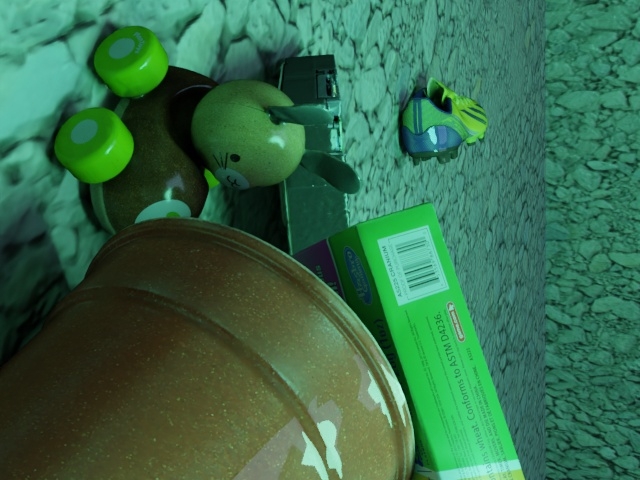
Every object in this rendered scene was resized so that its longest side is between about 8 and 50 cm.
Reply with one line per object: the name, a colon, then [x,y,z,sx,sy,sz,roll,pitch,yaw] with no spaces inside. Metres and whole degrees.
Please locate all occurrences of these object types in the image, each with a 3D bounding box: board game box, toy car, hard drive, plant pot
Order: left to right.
plant pot: [-0.122,0.165,0.535,0.265,0.272,0.272,-43,134,-48]
toy car: [-0.067,-0.064,0.685,0.155,0.188,0.149,59,41,-54]
hard drive: [0.000,0.000,0.926,0.237,0.064,0.338,-93,179,-68]
board game box: [0.017,0.127,0.716,0.064,0.316,0.242,-16,85,-28]

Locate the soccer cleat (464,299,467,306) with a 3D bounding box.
soccer cleat: [0.128,0.099,1.336,0.318,0.109,0.116,-27,99,-62]

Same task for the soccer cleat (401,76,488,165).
soccer cleat: [0.201,-0.204,1.445,0.289,0.093,0.121,-40,124,-61]
